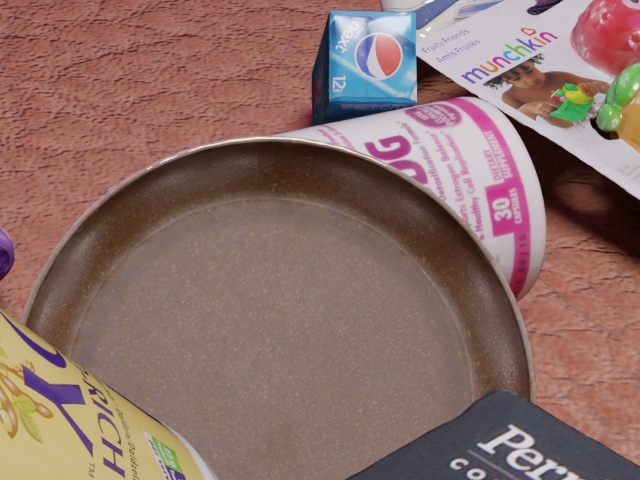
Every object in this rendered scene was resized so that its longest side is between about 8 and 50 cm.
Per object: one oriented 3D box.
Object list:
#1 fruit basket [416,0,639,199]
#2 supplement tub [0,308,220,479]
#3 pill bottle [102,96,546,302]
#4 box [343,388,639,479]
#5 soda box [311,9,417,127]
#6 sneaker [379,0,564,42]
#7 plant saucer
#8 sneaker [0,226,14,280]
[{"bbox_3d":[0.309,-0.143,1.181,0.327,0.165,0.353,-30,59,-36],"label":"fruit basket"},{"bbox_3d":[-0.179,0.145,0.597,0.241,0.331,0.241,-21,48,25],"label":"supplement tub"},{"bbox_3d":[0.000,0.000,0.991,0.283,0.160,0.160,-14,40,-21],"label":"pill bottle"},{"bbox_3d":[0.054,0.343,0.383,0.472,0.297,0.480,-23,36,-34],"label":"box"},{"bbox_3d":[0.031,-0.124,1.132,0.067,0.071,0.210,1,-6,-5],"label":"soda box"},{"bbox_3d":[0.180,-0.208,1.349,0.297,0.130,0.112,3,-10,-27],"label":"sneaker"},{"bbox_3d":[-0.027,0.092,0.846,0.311,0.050,0.310,2,74,-8],"label":"plant saucer"},{"bbox_3d":[-0.298,0.066,0.944,0.236,0.095,0.104,-31,56,-31],"label":"sneaker"}]
